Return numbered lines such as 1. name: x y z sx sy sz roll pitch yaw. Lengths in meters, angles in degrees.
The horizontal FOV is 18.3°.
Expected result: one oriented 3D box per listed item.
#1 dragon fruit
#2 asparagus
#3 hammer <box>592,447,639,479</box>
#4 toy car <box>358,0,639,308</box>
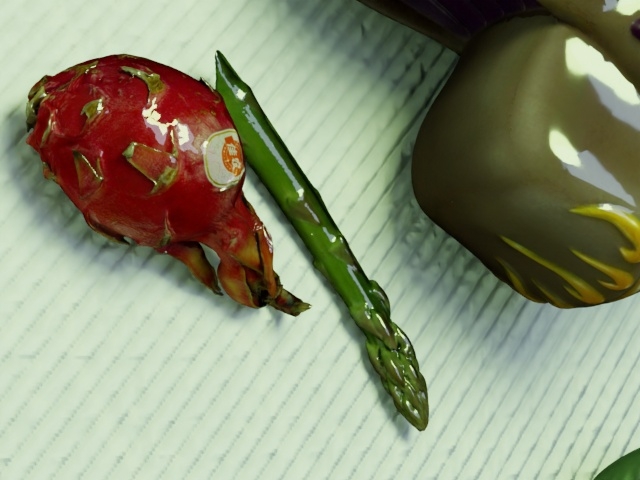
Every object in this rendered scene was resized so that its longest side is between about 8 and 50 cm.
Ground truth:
1. dragon fruit: -0.063 -0.027 1.007 0.190 0.094 0.094 39 53 -27
2. asparagus: 0.000 0.000 1.084 0.236 0.027 0.034 58 29 -7
3. hammer: 0.297 0.214 1.196 0.336 0.119 0.206 1 73 -45
4. toy car: 0.119 -0.127 1.105 0.341 0.271 0.240 41 73 -16
